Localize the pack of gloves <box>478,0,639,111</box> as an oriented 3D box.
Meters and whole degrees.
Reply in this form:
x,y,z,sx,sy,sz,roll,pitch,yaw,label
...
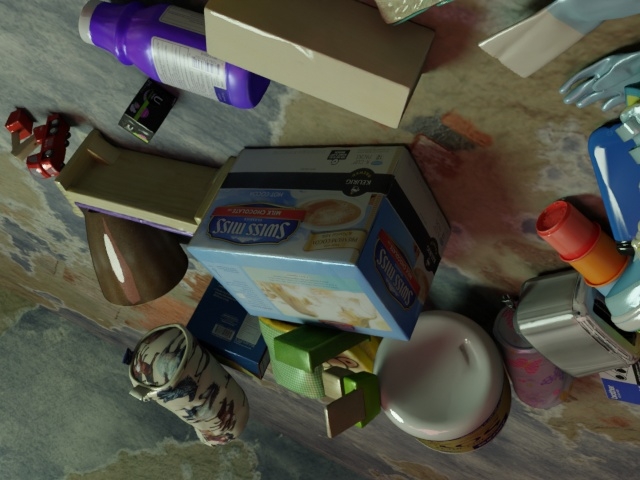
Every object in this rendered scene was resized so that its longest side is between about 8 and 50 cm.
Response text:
x,y,z,sx,sy,sz,roll,pitch,yaw,label
0.323,-0.225,0.763,0.195,0.046,0.232,23,157,-29,pack of gloves

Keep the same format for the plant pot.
x,y,z,sx,sy,sz,roll,pitch,yaw,label
-0.442,-0.006,1.635,0.215,0.215,0.231,9,134,29,plant pot

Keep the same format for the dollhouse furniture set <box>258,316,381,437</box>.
x,y,z,sx,sy,sz,roll,pitch,yaw,label
-0.053,0.232,1.335,0.301,0.151,0.198,11,114,47,dollhouse furniture set

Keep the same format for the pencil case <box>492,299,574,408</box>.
x,y,z,sx,sy,sz,roll,pitch,yaw,label
0.417,0.225,1.386,0.124,0.114,0.273,-8,141,22,pencil case

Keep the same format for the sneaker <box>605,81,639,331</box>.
x,y,z,sx,sy,sz,roll,pitch,yaw,label
0.381,-0.057,0.795,0.208,0.127,0.319,43,128,15,sneaker

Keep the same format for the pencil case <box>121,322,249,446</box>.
x,y,z,sx,sy,sz,roll,pitch,yaw,label
-0.307,0.360,1.712,0.159,0.183,0.410,29,160,33,pencil case

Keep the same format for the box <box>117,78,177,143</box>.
x,y,z,sx,sy,sz,roll,pitch,yaw,label
-0.296,-0.221,1.225,0.062,0.083,0.052,34,152,-17,box

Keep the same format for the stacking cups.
x,y,z,sx,sy,sz,roll,pitch,yaw,label
0.459,0.051,1.080,0.316,0.096,0.096,40,150,-19,stacking cups

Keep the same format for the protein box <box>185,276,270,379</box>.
x,y,z,sx,sy,sz,roll,pitch,yaw,label
-0.196,0.198,1.755,0.199,0.201,0.136,21,153,9,protein box

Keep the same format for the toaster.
x,y,z,sx,sy,sz,roll,pitch,yaw,label
0.432,0.130,1.192,0.227,0.129,0.146,38,147,-19,toaster

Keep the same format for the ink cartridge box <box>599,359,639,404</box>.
x,y,z,sx,sy,sz,roll,pitch,yaw,label
0.582,0.245,1.354,0.097,0.046,0.207,6,148,35,ink cartridge box

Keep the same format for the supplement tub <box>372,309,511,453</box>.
x,y,z,sx,sy,sz,roll,pitch,yaw,label
0.253,0.293,1.423,0.240,0.241,0.331,13,163,24,supplement tub

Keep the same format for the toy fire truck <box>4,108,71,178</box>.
x,y,z,sx,sy,sz,roll,pitch,yaw,label
-0.579,-0.197,1.449,0.135,0.192,0.047,-15,142,11,toy fire truck

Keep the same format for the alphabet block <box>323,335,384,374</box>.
x,y,z,sx,sy,sz,roll,pitch,yaw,label
0.055,0.184,1.531,0.197,0.194,0.192,1,146,39,alphabet block

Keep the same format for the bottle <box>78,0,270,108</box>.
x,y,z,sx,sy,sz,roll,pitch,yaw,label
-0.212,-0.281,1.038,0.282,0.092,0.118,19,152,12,bottle

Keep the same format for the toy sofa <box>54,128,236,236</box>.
x,y,z,sx,sy,sz,roll,pitch,yaw,label
-0.319,-0.084,1.417,0.362,0.150,0.177,14,150,21,toy sofa

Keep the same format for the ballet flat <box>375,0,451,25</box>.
x,y,z,sx,sy,sz,roll,pitch,yaw,label
0.122,-0.286,0.793,0.168,0.057,0.052,-10,127,48,ballet flat

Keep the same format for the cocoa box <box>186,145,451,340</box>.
x,y,z,sx,sy,sz,roll,pitch,yaw,label
0.000,0.000,1.209,0.347,0.228,0.231,5,147,35,cocoa box

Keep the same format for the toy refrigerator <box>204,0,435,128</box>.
x,y,z,sx,sy,sz,roll,pitch,yaw,label
-0.003,-0.248,0.910,0.269,0.102,0.094,22,153,6,toy refrigerator

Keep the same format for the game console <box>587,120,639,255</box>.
x,y,z,sx,sy,sz,roll,pitch,yaw,label
0.522,-0.068,0.872,0.293,0.173,0.250,-9,107,47,game console
